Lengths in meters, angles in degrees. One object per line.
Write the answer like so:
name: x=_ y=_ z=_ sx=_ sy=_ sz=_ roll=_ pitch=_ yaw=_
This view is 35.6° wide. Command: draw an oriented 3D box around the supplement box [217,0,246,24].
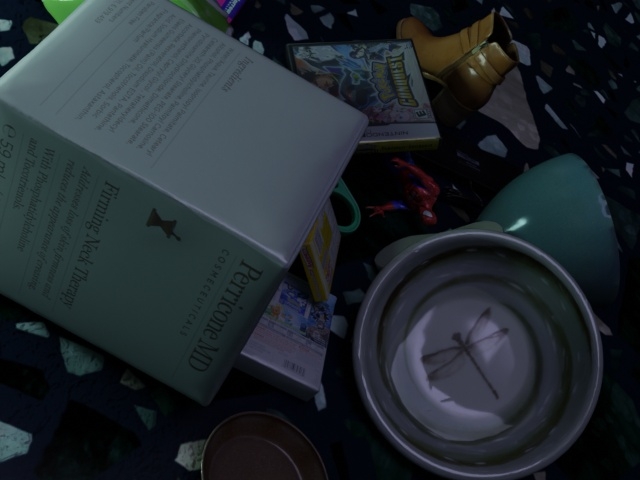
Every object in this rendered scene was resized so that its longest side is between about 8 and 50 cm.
supplement box: x=-0.223 y=-0.515 z=1.839 sx=0.220 sy=0.111 sz=0.114 roll=31 pitch=45 yaw=-14

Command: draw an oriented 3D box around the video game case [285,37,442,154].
video game case: x=0.075 y=-0.268 z=1.843 sx=0.248 sy=0.035 sz=0.274 roll=-4 pitch=53 yaw=-8

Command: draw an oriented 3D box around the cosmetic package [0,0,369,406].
cosmetic package: x=-0.209 y=-0.068 z=1.314 sx=0.394 sy=0.329 sz=0.327 roll=29 pitch=44 yaw=-2

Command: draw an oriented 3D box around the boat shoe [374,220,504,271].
boat shoe: x=0.211 y=0.034 z=1.728 sx=0.228 sy=0.081 sz=0.079 roll=-14 pitch=36 yaw=4

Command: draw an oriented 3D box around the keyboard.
keyboard: x=0.292 y=-0.128 z=1.995 sx=0.317 sy=0.033 sz=0.201 roll=22 pitch=42 yaw=-22

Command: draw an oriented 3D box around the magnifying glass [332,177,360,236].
magnifying glass: x=0.019 y=-0.108 z=1.775 sx=0.092 sy=0.026 sz=0.230 roll=12 pitch=52 yaw=-30

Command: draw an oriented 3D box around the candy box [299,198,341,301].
candy box: x=0.000 y=0.000 z=1.598 sx=0.206 sy=0.027 sz=0.105 roll=-77 pitch=155 yaw=-60

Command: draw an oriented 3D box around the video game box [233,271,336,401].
video game box: x=-0.083 y=0.120 z=1.508 sx=0.205 sy=0.048 sz=0.187 roll=29 pitch=47 yaw=-17

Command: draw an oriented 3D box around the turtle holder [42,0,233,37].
turtle holder: x=-0.289 y=-0.318 z=1.585 sx=0.321 sy=0.243 sz=0.227 roll=5 pitch=25 yaw=14

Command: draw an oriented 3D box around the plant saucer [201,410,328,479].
plant saucer: x=-0.079 y=0.331 z=1.358 sx=0.199 sy=0.036 sz=0.198 roll=19 pitch=49 yaw=-24

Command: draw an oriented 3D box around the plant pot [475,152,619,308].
plant pot: x=0.396 y=0.002 z=1.828 sx=0.196 sy=0.290 sz=0.290 roll=-13 pitch=62 yaw=-4

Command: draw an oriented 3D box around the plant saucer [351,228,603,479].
plant saucer: x=0.244 y=0.185 z=1.596 sx=0.401 sy=0.100 sz=0.400 roll=1 pitch=77 yaw=-5

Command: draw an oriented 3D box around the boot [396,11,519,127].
boot: x=0.280 y=-0.400 z=2.052 sx=0.109 sy=0.220 sz=0.283 roll=1 pitch=58 yaw=-36

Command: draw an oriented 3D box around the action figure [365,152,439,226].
action figure: x=0.125 y=-0.144 z=1.837 sx=0.139 sy=0.091 sz=0.280 roll=-4 pitch=60 yaw=-47
